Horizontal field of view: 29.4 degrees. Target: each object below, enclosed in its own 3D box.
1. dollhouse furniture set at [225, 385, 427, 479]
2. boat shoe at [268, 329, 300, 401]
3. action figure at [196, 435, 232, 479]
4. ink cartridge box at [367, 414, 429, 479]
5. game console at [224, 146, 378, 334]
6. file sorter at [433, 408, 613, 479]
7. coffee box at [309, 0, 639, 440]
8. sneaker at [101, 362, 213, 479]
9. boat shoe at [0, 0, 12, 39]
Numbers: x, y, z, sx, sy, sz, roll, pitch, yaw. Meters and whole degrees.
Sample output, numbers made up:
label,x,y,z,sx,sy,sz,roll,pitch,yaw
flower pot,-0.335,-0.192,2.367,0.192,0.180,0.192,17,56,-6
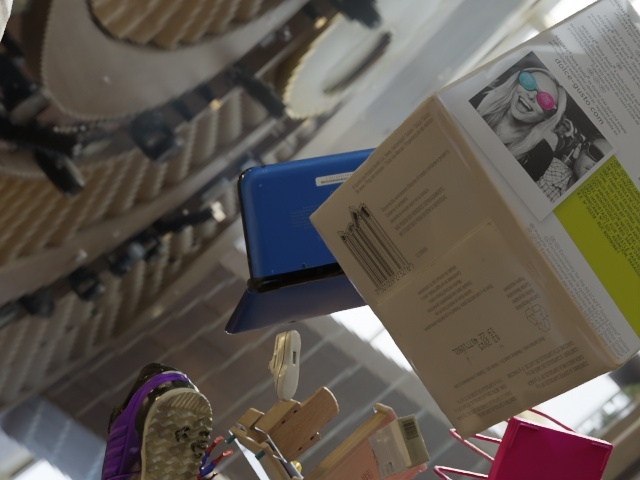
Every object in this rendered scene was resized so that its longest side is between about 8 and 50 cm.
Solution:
label,x,y,z,sx,sy,sz,roll,pitch,yaw
dollhouse furniture set,-0.023,0.333,2.083,0.198,0.286,0.303,-39,23,-22
boat shoe,-0.051,0.167,1.617,0.035,0.100,0.035,-11,-29,31
action figure,-0.163,0.317,1.690,0.115,0.038,0.030,-47,-14,29
ink cartridge box,0.100,0.272,1.594,0.029,0.063,0.115,-12,-16,-22
game console,0.000,0.000,1.796,0.293,0.250,0.173,-11,6,-26
file sorter,0.292,0.412,1.963,0.182,0.202,0.291,27,98,61
coffee box,0.257,-0.025,1.435,0.334,0.338,0.337,-32,-5,-31
sneaker,-0.225,0.284,1.525,0.102,0.146,0.293,13,-72,-34
boat shoe,-0.440,-0.217,1.284,0.156,0.135,0.367,68,-143,-72
